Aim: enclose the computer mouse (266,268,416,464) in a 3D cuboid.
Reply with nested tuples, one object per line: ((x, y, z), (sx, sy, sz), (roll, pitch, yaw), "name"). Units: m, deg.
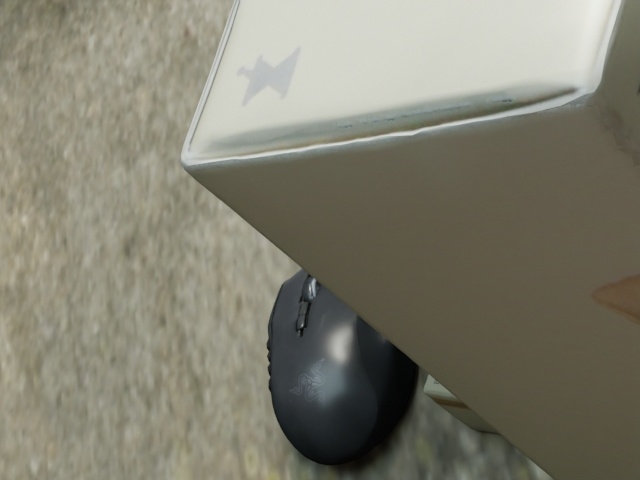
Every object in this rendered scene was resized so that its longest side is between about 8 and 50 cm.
((0.000, 0.000, 0.803), (0.071, 0.041, 0.242), (-29, 44, 24), "computer mouse")

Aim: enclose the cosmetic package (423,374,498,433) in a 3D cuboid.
((0.104, 0.050, 0.671), (0.115, 0.041, 0.060), (3, 63, 43), "cosmetic package")

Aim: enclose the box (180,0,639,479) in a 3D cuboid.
((0.115, -0.005, 0.494), (0.121, 0.311, 0.148), (-5, 58, 39), "box")
